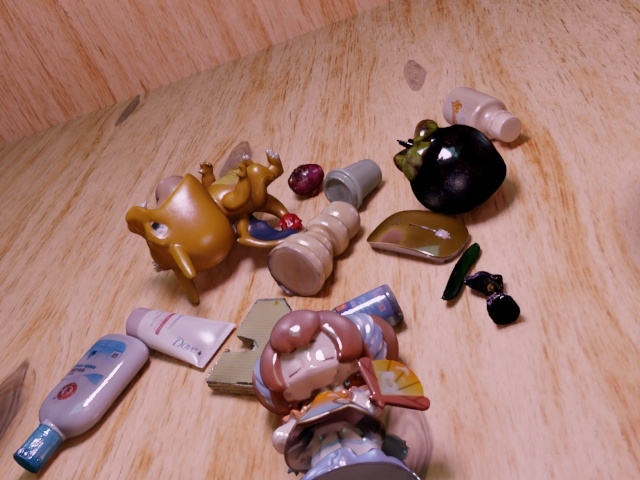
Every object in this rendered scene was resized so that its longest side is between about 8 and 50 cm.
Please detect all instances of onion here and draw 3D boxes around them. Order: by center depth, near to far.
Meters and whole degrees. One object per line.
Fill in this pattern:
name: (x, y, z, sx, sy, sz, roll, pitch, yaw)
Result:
onion: (-0.037, -0.167, 1.904, 0.107, 0.097, 0.107, -32, 0, 0)

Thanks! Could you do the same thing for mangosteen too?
mangosteen: (0.285, -0.169, 1.543, 0.243, 0.243, 0.243, -18, 32, 12)

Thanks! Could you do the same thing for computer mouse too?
computer mouse: (0.211, -0.014, 1.530, 0.245, 0.056, 0.126, 14, 49, 45)

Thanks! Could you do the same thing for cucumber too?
cucumber: (0.282, 0.063, 1.385, 0.036, 0.033, 0.184, -29, 19, 49)

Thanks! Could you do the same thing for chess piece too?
chess piece: (0.000, 0.000, 1.593, 0.143, 0.142, 0.261, 0, 35, 35)

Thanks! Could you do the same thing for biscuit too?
biscuit: (-0.126, 0.215, 1.428, 0.147, 0.046, 0.250, -6, 37, 31)

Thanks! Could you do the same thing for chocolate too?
chocolate: (0.321, 0.094, 1.283, 0.072, 0.070, 0.147, 1, 30, -10)

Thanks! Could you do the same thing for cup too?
cup: (0.086, -0.151, 1.773, 0.120, 0.120, 0.141, 6, 34, 41)

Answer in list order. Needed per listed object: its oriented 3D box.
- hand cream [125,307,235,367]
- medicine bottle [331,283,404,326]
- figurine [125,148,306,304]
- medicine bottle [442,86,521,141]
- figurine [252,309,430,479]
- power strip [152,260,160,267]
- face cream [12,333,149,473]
hand cream: (-0.326, 0.215, 1.552, 0.248, 0.083, 0.133, 7, 44, 28)
medicine bottle: (0.057, 0.163, 1.344, 0.203, 0.083, 0.083, -27, 31, 1)
figurine: (-0.245, -0.059, 1.721, 0.387, 0.268, 0.401, -39, 38, -26)
medicine bottle: (0.423, -0.321, 1.784, 0.114, 0.114, 0.252, -30, 31, -8)
figurine: (0.023, 0.262, 1.106, 0.277, 0.248, 0.388, -22, 40, 0)
power strip: (-0.381, -0.002, 1.953, 0.060, 0.027, 0.252, 4, 42, 41)
face cream: (-0.519, 0.343, 1.479, 0.163, 0.080, 0.336, 0, 39, 35)
